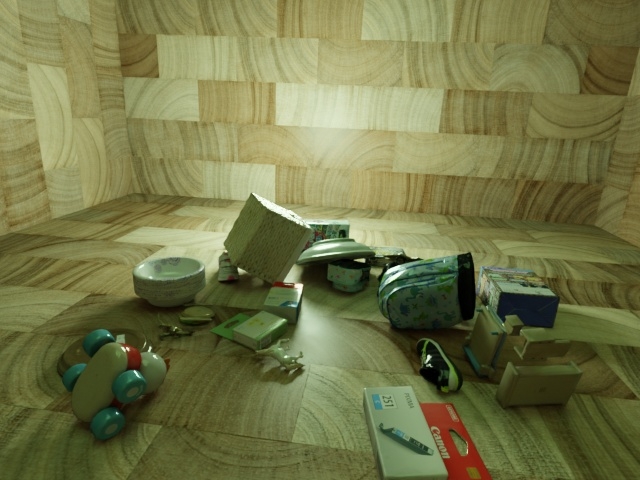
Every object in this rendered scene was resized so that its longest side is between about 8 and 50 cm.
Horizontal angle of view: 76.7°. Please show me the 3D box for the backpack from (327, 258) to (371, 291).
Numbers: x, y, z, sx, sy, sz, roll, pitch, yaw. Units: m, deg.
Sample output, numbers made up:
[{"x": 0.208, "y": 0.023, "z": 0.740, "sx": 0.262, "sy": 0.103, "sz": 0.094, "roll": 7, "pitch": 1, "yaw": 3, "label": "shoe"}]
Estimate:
[{"x": 0.121, "y": 0.158, "z": 1.862, "sx": 0.166, "sy": 0.144, "sz": 0.188, "roll": 16, "pitch": 5, "yaw": 36, "label": "backpack"}]

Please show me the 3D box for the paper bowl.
[{"x": -0.629, "y": 0.177, "z": 1.697, "sx": 0.285, "sy": 0.147, "sz": 0.284, "roll": 2, "pitch": 18, "yaw": -1, "label": "paper bowl"}]

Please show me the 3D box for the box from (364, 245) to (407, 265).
[{"x": 0.360, "y": 0.089, "z": 2.269, "sx": 0.231, "sy": 0.056, "sz": 0.183, "roll": 3, "pitch": 18, "yaw": 1, "label": "box"}]

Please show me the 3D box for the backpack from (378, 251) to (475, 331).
[{"x": 0.399, "y": 0.207, "z": 1.558, "sx": 0.356, "sy": 0.290, "sz": 0.273, "roll": 3, "pitch": 36, "yaw": 25, "label": "backpack"}]

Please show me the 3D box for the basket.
[{"x": -0.262, "y": -0.009, "z": 1.924, "sx": 0.267, "sy": 0.331, "sz": 0.328, "roll": 26, "pitch": 7, "yaw": -28, "label": "basket"}]

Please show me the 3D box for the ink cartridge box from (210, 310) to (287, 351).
[{"x": -0.263, "y": 0.312, "z": 1.483, "sx": 0.235, "sy": 0.056, "sz": 0.171, "roll": 15, "pitch": 22, "yaw": 29, "label": "ink cartridge box"}]

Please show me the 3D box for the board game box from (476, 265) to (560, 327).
[{"x": 0.833, "y": 0.234, "z": 1.737, "sx": 0.232, "sy": 0.141, "sz": 0.291, "roll": 4, "pitch": 18, "yaw": 6, "label": "board game box"}]

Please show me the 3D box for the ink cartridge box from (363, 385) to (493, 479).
[{"x": 0.256, "y": 0.481, "z": 1.003, "sx": 0.261, "sy": 0.066, "sz": 0.296, "roll": 0, "pitch": 18, "yaw": -4, "label": "ink cartridge box"}]

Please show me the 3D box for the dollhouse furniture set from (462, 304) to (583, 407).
[{"x": 0.607, "y": 0.306, "z": 1.239, "sx": 0.198, "sy": 0.286, "sz": 0.303, "roll": 0, "pitch": 29, "yaw": -8, "label": "dollhouse furniture set"}]

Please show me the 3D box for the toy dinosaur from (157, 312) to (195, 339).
[{"x": -0.541, "y": 0.319, "z": 1.452, "sx": 0.183, "sy": 0.053, "sz": 0.093, "roll": 17, "pitch": 6, "yaw": 18, "label": "toy dinosaur"}]

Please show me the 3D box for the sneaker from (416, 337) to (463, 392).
[{"x": 0.350, "y": 0.388, "z": 1.279, "sx": 0.097, "sy": 0.084, "sz": 0.234, "roll": -4, "pitch": 19, "yaw": -16, "label": "sneaker"}]

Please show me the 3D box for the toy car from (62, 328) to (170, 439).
[{"x": -0.514, "y": 0.381, "z": 1.100, "sx": 0.219, "sy": 0.210, "sz": 0.238, "roll": 31, "pitch": 2, "yaw": 33, "label": "toy car"}]

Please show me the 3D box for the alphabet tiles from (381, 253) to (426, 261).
[{"x": 0.486, "y": 0.118, "z": 1.985, "sx": 0.343, "sy": 0.011, "sz": 0.285, "roll": 19, "pitch": -10, "yaw": -19, "label": "alphabet tiles"}]

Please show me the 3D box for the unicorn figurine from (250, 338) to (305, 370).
[{"x": -0.133, "y": 0.368, "z": 1.311, "sx": 0.162, "sy": 0.060, "sz": 0.111, "roll": 17, "pitch": 22, "yaw": 39, "label": "unicorn figurine"}]

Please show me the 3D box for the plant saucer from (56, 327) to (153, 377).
[{"x": -0.687, "y": 0.357, "z": 1.302, "sx": 0.278, "sy": 0.041, "sz": 0.278, "roll": 2, "pitch": 17, "yaw": -1, "label": "plant saucer"}]

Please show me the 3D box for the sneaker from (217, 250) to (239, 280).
[{"x": -0.453, "y": 0.120, "z": 1.964, "sx": 0.103, "sy": 0.111, "sz": 0.252, "roll": -4, "pitch": 19, "yaw": -20, "label": "sneaker"}]

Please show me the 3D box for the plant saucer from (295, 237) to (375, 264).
[{"x": 0.072, "y": 0.052, "z": 2.018, "sx": 0.401, "sy": 0.100, "sz": 0.400, "roll": -6, "pitch": -7, "yaw": -1, "label": "plant saucer"}]

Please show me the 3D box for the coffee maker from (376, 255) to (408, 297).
[{"x": 0.319, "y": 0.173, "z": 1.807, "sx": 0.120, "sy": 0.171, "sz": 0.178, "roll": 11, "pitch": 19, "yaw": 7, "label": "coffee maker"}]

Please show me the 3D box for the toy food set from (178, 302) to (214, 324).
[{"x": -0.477, "y": 0.289, "z": 1.564, "sx": 0.133, "sy": 0.038, "sz": 0.192, "roll": 5, "pitch": 9, "yaw": -15, "label": "toy food set"}]

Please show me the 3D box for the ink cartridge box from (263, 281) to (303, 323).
[{"x": -0.146, "y": 0.248, "z": 1.656, "sx": 0.134, "sy": 0.077, "sz": 0.231, "roll": 5, "pitch": 18, "yaw": 4, "label": "ink cartridge box"}]

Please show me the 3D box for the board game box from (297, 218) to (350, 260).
[{"x": 0.000, "y": 0.000, "z": 2.227, "sx": 0.304, "sy": 0.223, "sz": 0.097, "roll": 0, "pitch": 20, "yaw": -6, "label": "board game box"}]
